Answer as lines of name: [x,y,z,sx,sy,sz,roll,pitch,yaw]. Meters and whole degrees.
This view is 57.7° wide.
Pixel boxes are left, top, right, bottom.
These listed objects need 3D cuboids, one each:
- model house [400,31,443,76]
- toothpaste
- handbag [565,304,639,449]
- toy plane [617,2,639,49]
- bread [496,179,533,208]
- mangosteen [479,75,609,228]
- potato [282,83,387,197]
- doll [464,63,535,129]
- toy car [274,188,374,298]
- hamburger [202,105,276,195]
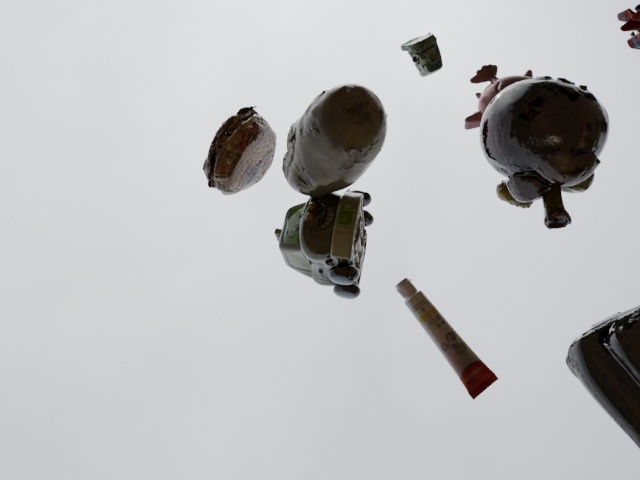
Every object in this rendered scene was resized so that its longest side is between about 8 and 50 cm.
model house: [0.215,-0.381,1.210,0.066,0.079,0.083,-31,-68,-14]
toothpaste: [0.173,0.133,0.825,0.048,0.031,0.190,-35,-101,-13]
handbag: [0.423,0.141,0.576,0.276,0.088,0.244,-17,-131,-19]
toy plane: [0.538,-0.299,0.875,0.189,0.130,0.061,40,-102,5]
bread: [0.534,-0.128,1.591,0.110,0.060,0.066,26,-104,14]
mangosteen: [0.298,-0.130,0.794,0.173,0.172,0.183,-5,-58,-16]
potato: [0.024,-0.180,1.079,0.165,0.262,0.164,13,-116,-29]
doll: [0.388,-0.258,1.144,0.211,0.093,0.261,-28,-122,-10]
toy car: [0.000,0.000,1.227,0.199,0.247,0.204,8,-115,10]
hamburger: [-0.191,-0.215,1.411,0.107,0.231,0.231,35,-109,10]
